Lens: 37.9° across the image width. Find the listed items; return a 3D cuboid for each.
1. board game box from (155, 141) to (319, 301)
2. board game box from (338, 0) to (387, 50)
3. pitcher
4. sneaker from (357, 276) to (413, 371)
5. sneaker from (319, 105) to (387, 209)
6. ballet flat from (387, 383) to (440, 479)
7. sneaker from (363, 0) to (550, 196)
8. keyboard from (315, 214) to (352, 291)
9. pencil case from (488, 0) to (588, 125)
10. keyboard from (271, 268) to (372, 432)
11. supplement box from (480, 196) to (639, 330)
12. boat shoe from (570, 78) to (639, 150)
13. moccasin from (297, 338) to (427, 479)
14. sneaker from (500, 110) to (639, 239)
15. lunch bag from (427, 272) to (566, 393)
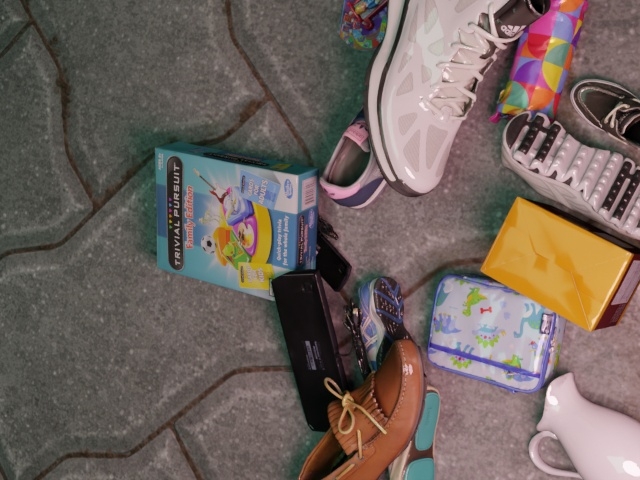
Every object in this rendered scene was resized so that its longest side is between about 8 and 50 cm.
[{"bbox_3d":[-0.167,-0.037,1.796,0.336,0.079,0.254,13,111,29],"label":"board game box"},{"bbox_3d":[0.093,-0.438,1.732,0.133,0.033,0.169,12,94,30],"label":"board game box"},{"bbox_3d":[0.430,0.336,1.466,0.207,0.125,0.178,40,128,36],"label":"pitcher"},{"bbox_3d":[0.113,0.171,1.679,0.081,0.080,0.211,-8,86,56],"label":"sneaker"},{"bbox_3d":[0.106,-0.203,1.655,0.112,0.131,0.319,30,98,27],"label":"sneaker"},{"bbox_3d":[0.160,0.369,1.640,0.086,0.086,0.248,11,91,30],"label":"ballet flat"},{"bbox_3d":[0.220,-0.295,1.496,0.257,0.169,0.447,0,83,50],"label":"sneaker"},{"bbox_3d":[0.000,0.000,1.773,0.192,0.038,0.100,48,133,22],"label":"keyboard"},{"bbox_3d":[0.360,-0.298,1.538,0.104,0.104,0.236,22,97,29],"label":"pencil case"},{"bbox_3d":[0.020,0.204,1.686,0.201,0.033,0.317,-4,105,42],"label":"keyboard"},{"bbox_3d":[0.386,0.035,1.449,0.191,0.194,0.129,31,102,27],"label":"supplement box"},{"bbox_3d":[0.488,-0.193,1.474,0.219,0.070,0.078,38,106,26],"label":"boat shoe"},{"bbox_3d":[0.065,0.312,1.594,0.139,0.147,0.380,-94,26,-47],"label":"moccasin"},{"bbox_3d":[0.417,-0.095,1.498,0.292,0.118,0.110,35,73,9],"label":"sneaker"},{"bbox_3d":[0.293,0.156,1.561,0.219,0.090,0.176,15,98,30],"label":"lunch bag"}]
